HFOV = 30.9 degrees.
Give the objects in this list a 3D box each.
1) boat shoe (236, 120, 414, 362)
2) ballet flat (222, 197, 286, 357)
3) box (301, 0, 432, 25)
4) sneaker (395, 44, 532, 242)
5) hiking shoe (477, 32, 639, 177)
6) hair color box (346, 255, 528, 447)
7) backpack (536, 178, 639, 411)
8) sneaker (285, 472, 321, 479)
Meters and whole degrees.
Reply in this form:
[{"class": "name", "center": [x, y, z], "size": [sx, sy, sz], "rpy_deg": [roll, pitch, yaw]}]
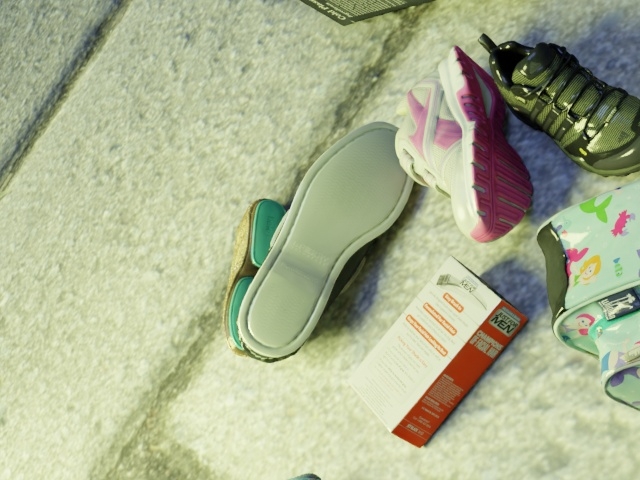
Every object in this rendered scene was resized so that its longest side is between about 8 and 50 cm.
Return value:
[{"class": "boat shoe", "center": [0.000, 0.000, 1.287], "size": [0.302, 0.114, 0.091], "rpy_deg": [-52, 0, -16]}, {"class": "ballet flat", "center": [-0.078, 0.050, 1.369], "size": [0.067, 0.073, 0.206], "rpy_deg": [-43, 30, 57]}, {"class": "box", "center": [0.101, -0.467, 1.386], "size": [0.313, 0.179, 0.343], "rpy_deg": [-3, 67, 55]}, {"class": "sneaker", "center": [0.142, -0.086, 1.221], "size": [0.111, 0.103, 0.252], "rpy_deg": [-34, 38, 28]}, {"class": "hiking shoe", "center": [0.240, -0.137, 1.140], "size": [0.086, 0.114, 0.227], "rpy_deg": [-55, 41, 0]}, {"class": "hair color box", "center": [0.114, 0.109, 1.143], "size": [0.167, 0.053, 0.093], "rpy_deg": [-51, 40, 6]}, {"class": "backpack", "center": [0.317, 0.029, 0.862], "size": [0.253, 0.225, 0.191], "rpy_deg": [-35, 45, 31]}, {"class": "sneaker", "center": [-0.017, 0.282, 1.114], "size": [0.262, 0.104, 0.125], "rpy_deg": [-5, 59, 41]}]
